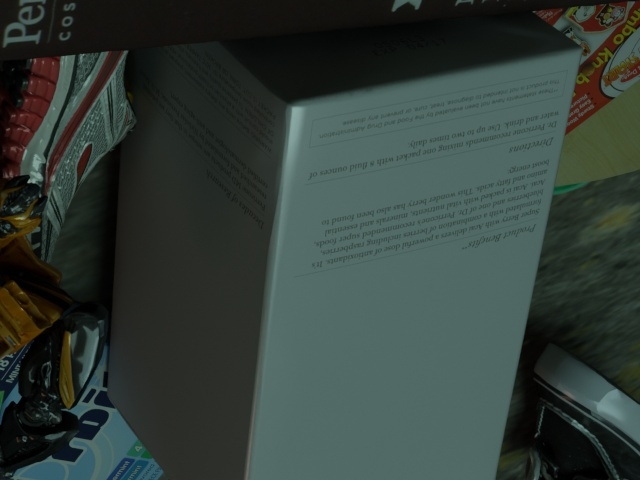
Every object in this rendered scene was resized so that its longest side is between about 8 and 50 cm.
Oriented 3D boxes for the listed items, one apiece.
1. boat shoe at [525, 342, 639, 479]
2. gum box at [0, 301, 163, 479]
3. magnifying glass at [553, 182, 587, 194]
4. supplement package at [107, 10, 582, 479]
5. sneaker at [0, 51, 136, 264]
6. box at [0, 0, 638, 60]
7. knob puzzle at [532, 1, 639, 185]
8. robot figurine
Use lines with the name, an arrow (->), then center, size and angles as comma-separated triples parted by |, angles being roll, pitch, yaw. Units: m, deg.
boat shoe -> 0.215, 0.180, 1.398 | 0.105, 0.113, 0.306 | -50, 152, -7
gum box -> -0.165, 0.113, 1.093 | 0.184, 0.041, 0.157 | 20, 116, -46
magnifying glass -> 0.224, -0.084, 1.204 | 0.231, 0.026, 0.092 | -15, 137, -27
supplement package -> 0.000, 0.000, 0.965 | 0.177, 0.175, 0.293 | -13, 127, -29
sneaker -> -0.138, -0.049, 0.912 | 0.092, 0.088, 0.225 | -15, 141, -37
box -> 0.002, -0.209, 0.816 | 0.381, 0.143, 0.191 | -9, 135, -29
knob puzzle -> 0.164, -0.113, 1.108 | 0.213, 0.030, 0.213 | -12, 127, -16
robot figurine -> -0.246, 0.066, 0.868 | 0.291, 0.211, 0.085 | -39, -174, 18
